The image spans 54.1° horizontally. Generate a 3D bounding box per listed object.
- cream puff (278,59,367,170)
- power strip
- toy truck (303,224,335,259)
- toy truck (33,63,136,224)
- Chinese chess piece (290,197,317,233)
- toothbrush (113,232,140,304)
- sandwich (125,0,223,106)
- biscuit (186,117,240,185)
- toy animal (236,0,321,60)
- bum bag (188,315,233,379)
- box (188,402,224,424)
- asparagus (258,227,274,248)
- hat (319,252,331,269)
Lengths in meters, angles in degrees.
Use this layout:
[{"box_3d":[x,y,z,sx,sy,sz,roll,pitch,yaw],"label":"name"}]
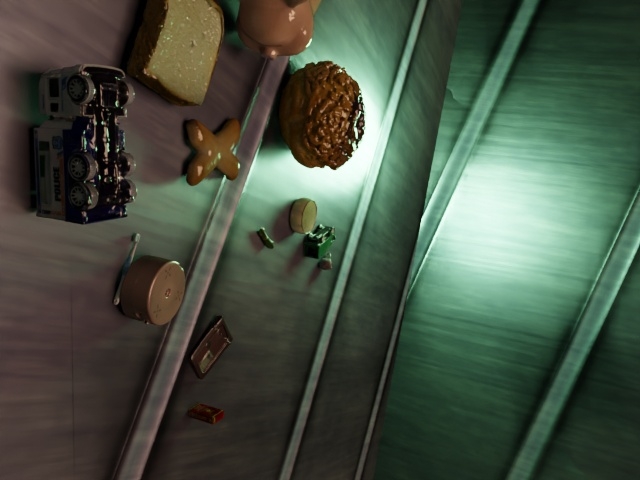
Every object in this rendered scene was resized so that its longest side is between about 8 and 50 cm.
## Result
[{"box_3d":[0.026,-0.386,1.945,0.343,0.231,0.327,-57,144,-42],"label":"cream puff"},{"box_3d":[-0.374,0.113,1.402,0.154,0.078,0.154,13,90,-73],"label":"power strip"},{"box_3d":[0.000,0.000,2.232,0.147,0.065,0.079,-42,138,-55],"label":"toy truck"},{"box_3d":[-0.425,-0.171,1.106,0.124,0.155,0.268,-19,113,-64],"label":"toy truck"},{"box_3d":[-0.056,-0.083,2.094,0.122,0.051,0.122,-41,137,-54],"label":"Chinese chess piece"},{"box_3d":[-0.422,0.062,1.369,0.017,0.014,0.162,58,45,-76],"label":"toothbrush"},{"box_3d":[-0.307,-0.433,1.348,0.226,0.087,0.251,23,80,-64],"label":"sandwich"},{"box_3d":[-0.265,-0.224,1.574,0.208,0.047,0.164,-23,120,-63],"label":"biscuit"},{"box_3d":[-0.088,-0.619,1.592,0.269,0.237,0.327,7,99,-74],"label":"toy animal"},{"box_3d":[-0.302,0.293,1.720,0.159,0.026,0.109,-54,145,-37],"label":"bum bag"},{"box_3d":[-0.308,0.468,1.691,0.051,0.082,0.023,-19,117,-64],"label":"box"},{"box_3d":[-0.167,-0.010,1.905,0.108,0.021,0.025,63,38,-53],"label":"asparagus"},{"box_3d":[0.016,0.081,2.344,0.087,0.042,0.058,-108,-158,-62],"label":"hat"}]
